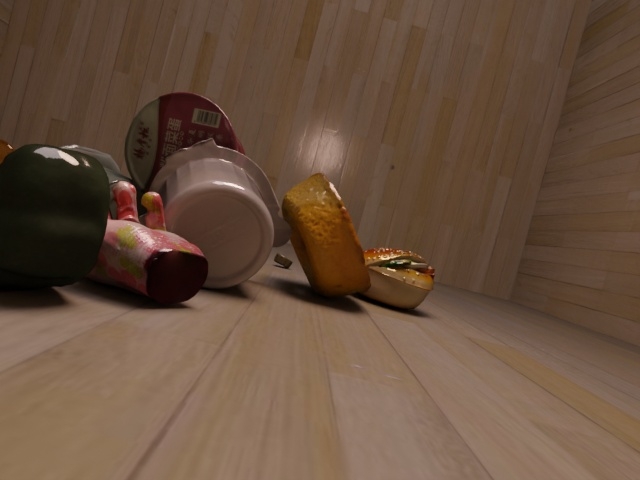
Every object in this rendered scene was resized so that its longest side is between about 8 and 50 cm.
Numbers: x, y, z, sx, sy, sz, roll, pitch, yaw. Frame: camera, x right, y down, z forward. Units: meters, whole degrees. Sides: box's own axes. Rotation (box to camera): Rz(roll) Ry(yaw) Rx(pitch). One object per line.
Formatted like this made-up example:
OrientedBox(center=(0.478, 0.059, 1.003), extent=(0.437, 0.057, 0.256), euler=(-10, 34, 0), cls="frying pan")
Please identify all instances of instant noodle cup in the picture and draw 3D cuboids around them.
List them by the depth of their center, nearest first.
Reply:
OrientedBox(center=(-0.273, -0.181, 0.925), extent=(0.235, 0.234, 0.178), euler=(15, 3, 4), cls="instant noodle cup")

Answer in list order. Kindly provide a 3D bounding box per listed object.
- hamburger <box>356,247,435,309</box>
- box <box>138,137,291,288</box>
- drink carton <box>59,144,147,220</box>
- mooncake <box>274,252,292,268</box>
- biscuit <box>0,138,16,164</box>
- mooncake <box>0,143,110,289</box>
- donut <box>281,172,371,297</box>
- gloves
OrientedBox(center=(0.180, 0.092, 1.093), extent=(0.237, 0.147, 0.237), euler=(15, -2, 1), cls="hamburger")
OrientedBox(center=(-0.170, -0.018, 0.757), extent=(0.292, 0.262, 0.206), euler=(24, 10, -22), cls="box")
OrientedBox(center=(-0.478, -0.090, 0.909), extent=(0.190, 0.190, 0.186), euler=(23, 3, 32), cls="drink carton")
OrientedBox(center=(-0.254, 0.021, 1.275), extent=(0.348, 0.057, 0.150), euler=(12, -11, 0), cls="mooncake")
OrientedBox(center=(-0.658, -0.127, 0.940), extent=(0.034, 0.182, 0.215), euler=(-24, -19, -5), cls="biscuit")
OrientedBox(center=(-0.303, -0.033, 0.434), extent=(0.104, 0.175, 0.168), euler=(20, 38, -59), cls="mooncake")
OrientedBox(center=(0.000, 0.000, 0.928), extent=(0.110, 0.302, 0.303), euler=(-23, 8, -9), cls="donut")
OrientedBox(center=(-0.269, 0.000, 0.565), extent=(0.242, 0.126, 0.145), euler=(19, 27, 32), cls="gloves")
